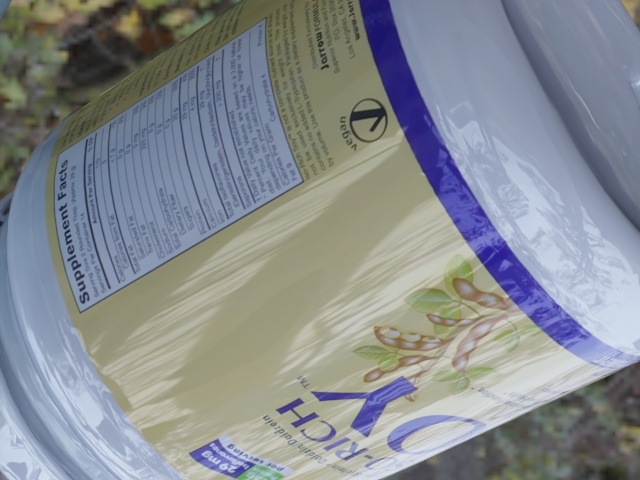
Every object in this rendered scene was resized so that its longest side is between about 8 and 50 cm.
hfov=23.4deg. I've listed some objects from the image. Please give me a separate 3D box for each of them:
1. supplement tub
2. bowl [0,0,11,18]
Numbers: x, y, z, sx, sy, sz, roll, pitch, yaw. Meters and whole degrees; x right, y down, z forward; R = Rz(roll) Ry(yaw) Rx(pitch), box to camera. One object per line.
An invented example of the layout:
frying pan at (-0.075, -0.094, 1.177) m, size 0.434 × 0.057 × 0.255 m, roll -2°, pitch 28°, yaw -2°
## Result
supplement tub at (0.000, 0.000, 0.765) m, size 0.331 × 0.241 × 0.241 m, roll -30°, pitch 166°, yaw 28°
bowl at (-0.284, -0.130, 0.620) m, size 0.311 × 0.312 × 0.163 m, roll 3°, pitch -137°, yaw 8°
